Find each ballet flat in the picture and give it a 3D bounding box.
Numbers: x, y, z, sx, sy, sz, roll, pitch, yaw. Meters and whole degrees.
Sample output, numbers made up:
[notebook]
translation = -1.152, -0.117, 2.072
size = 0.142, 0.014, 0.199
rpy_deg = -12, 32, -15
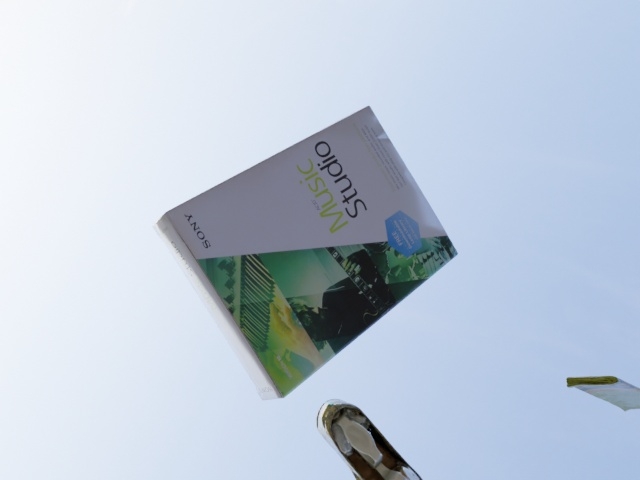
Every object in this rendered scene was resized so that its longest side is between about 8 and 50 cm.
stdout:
[ballet flat]
translation = 0.125, 0.476, 1.280
size = 0.123, 0.123, 0.348
rpy_deg = -44, -97, 11

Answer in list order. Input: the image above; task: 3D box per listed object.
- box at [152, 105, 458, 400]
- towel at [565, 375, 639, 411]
[box]
translation = 0.000, 0.000, 0.725
size = 0.322, 0.232, 0.058
rpy_deg = -34, -176, -31
[towel]
translation = 0.592, 0.306, 1.200
size = 0.102, 0.237, 0.021
rpy_deg = -16, -124, 49
